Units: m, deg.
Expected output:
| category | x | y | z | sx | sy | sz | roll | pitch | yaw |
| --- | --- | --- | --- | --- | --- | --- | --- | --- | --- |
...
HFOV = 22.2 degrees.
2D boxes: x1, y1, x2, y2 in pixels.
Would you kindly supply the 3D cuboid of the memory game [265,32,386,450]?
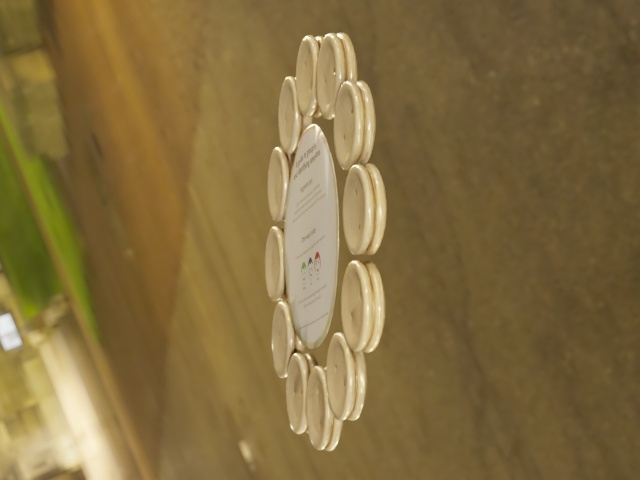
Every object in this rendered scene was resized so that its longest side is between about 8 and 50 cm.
| category | x | y | z | sx | sy | sz | roll | pitch | yaw |
| --- | --- | --- | --- | --- | --- | --- | --- | --- | --- |
| memory game | 0.000 | 0.000 | 0.715 | 0.186 | 0.012 | 0.186 | 180 | 90 | -76 |
